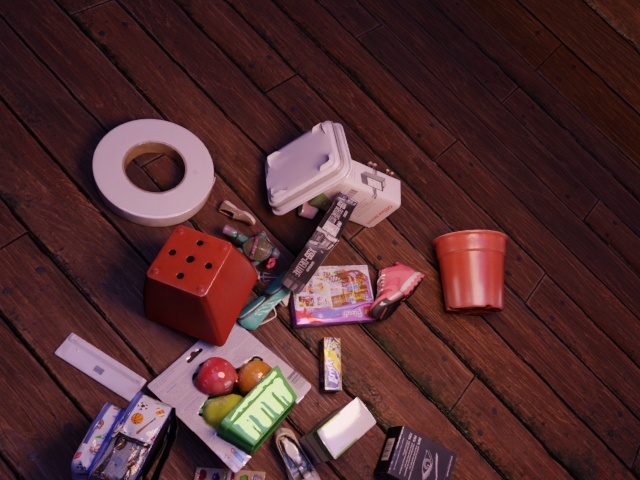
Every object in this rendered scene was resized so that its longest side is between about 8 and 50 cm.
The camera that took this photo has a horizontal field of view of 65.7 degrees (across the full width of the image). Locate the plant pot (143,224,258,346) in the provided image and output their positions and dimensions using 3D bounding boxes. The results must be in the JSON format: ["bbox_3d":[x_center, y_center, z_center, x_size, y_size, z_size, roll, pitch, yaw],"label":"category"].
[{"bbox_3d":[-0.363,0.111,1.453,0.267,0.236,0.267,19,60,9],"label":"plant pot"}]

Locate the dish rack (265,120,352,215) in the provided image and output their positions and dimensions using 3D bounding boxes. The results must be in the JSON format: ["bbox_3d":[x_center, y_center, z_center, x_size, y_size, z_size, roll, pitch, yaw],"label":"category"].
[{"bbox_3d":[-0.062,-0.264,1.716,0.072,0.332,0.286,38,32,-45],"label":"dish rack"}]

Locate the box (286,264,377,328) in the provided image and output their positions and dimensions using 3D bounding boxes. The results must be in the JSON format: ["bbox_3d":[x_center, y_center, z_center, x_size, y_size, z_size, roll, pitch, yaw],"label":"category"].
[{"bbox_3d":[0.037,0.189,1.701,0.293,0.057,0.201,0,66,-20],"label":"box"}]

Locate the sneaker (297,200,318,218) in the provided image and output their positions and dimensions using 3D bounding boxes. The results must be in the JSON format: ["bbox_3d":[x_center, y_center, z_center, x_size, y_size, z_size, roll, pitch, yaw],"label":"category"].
[{"bbox_3d":[-0.041,-0.136,1.832,0.070,0.051,0.134,24,53,-23],"label":"sneaker"}]

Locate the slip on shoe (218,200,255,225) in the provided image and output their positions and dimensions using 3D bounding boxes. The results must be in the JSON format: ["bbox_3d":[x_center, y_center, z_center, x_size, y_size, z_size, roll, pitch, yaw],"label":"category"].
[{"bbox_3d":[-0.289,-0.087,1.715,0.135,0.051,0.041,35,54,2],"label":"slip on shoe"}]

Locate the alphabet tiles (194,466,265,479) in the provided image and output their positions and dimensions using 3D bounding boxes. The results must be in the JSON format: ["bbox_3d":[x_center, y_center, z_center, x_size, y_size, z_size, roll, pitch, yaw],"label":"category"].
[{"bbox_3d":[-0.258,0.728,1.301,0.198,0.009,0.237,0,53,8],"label":"alphabet tiles"}]

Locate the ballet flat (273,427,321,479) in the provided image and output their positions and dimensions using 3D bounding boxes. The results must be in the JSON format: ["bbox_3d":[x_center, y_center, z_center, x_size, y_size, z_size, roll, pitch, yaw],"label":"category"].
[{"bbox_3d":[-0.060,0.660,1.433,0.086,0.086,0.248,-28,78,-28],"label":"ballet flat"}]

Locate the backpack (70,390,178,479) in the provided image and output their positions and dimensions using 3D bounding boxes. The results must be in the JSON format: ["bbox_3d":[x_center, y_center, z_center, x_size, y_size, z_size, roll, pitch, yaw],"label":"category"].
[{"bbox_3d":[-0.488,0.524,1.257,0.213,0.276,0.263,34,47,-4],"label":"backpack"}]

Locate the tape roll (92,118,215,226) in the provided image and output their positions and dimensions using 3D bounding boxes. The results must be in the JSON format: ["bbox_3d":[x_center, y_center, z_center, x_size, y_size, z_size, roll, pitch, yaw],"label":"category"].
[{"bbox_3d":[-0.557,-0.232,1.676,0.391,0.072,0.392,8,63,-17],"label":"tape roll"}]

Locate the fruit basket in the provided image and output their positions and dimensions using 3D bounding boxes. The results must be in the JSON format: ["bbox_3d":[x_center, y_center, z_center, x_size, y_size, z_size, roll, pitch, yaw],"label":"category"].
[{"bbox_3d":[-0.259,0.432,1.448,0.353,0.165,0.327,32,50,20],"label":"fruit basket"}]

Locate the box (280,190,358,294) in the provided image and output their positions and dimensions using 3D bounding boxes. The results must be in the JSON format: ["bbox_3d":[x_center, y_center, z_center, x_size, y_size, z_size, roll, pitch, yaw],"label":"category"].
[{"bbox_3d":[0.000,0.000,1.602,0.076,0.242,0.307,34,29,-2],"label":"box"}]

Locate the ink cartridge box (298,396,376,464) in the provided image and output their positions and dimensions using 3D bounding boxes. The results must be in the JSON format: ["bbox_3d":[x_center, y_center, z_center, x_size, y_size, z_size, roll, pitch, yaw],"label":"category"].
[{"bbox_3d":[0.043,0.557,1.441,0.160,0.219,0.093,-31,76,-29],"label":"ink cartridge box"}]

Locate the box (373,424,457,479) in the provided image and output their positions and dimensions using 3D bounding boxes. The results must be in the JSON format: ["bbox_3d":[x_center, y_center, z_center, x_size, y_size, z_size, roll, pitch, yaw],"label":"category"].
[{"bbox_3d":[0.295,0.690,1.531,0.207,0.108,0.153,31,59,-5],"label":"box"}]

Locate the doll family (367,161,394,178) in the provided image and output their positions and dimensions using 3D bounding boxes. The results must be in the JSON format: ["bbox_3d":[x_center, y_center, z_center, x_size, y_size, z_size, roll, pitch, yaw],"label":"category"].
[{"bbox_3d":[0.241,-0.223,1.959,0.192,0.076,0.111,20,56,-14],"label":"doll family"}]

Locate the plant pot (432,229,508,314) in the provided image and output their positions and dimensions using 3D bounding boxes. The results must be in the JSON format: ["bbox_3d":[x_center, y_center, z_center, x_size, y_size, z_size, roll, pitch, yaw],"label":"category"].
[{"bbox_3d":[0.555,0.128,1.815,0.272,0.272,0.265,6,72,-17],"label":"plant pot"}]

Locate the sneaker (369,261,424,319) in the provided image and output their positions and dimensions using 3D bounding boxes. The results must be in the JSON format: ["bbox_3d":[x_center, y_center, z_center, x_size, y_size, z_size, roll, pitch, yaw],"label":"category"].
[{"bbox_3d":[0.239,0.170,1.745,0.136,0.116,0.314,39,38,19],"label":"sneaker"}]

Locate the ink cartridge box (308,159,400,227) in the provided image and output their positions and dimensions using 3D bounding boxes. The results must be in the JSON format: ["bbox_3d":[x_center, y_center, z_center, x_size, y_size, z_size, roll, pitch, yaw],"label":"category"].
[{"bbox_3d":[0.125,-0.172,1.793,0.272,0.198,0.115,20,57,-23],"label":"ink cartridge box"}]

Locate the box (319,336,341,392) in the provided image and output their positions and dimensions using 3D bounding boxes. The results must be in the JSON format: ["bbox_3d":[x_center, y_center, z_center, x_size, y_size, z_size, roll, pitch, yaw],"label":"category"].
[{"bbox_3d":[0.031,0.402,1.602,0.059,0.054,0.169,7,64,-17],"label":"box"}]

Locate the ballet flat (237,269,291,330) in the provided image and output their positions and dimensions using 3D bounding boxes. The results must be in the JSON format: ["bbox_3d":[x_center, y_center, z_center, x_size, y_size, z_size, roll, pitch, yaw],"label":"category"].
[{"bbox_3d":[-0.158,0.199,1.609,0.247,0.083,0.087,-42,114,-20],"label":"ballet flat"}]

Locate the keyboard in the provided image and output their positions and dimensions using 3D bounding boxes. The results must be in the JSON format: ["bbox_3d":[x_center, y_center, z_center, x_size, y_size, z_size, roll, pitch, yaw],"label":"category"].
[{"bbox_3d":[-0.625,0.361,1.411,0.256,0.014,0.072,34,65,-2],"label":"keyboard"}]

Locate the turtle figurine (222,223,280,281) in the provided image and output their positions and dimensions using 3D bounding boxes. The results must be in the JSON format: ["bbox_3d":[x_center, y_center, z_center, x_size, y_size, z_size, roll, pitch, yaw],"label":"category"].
[{"bbox_3d":[-0.221,0.031,1.655,0.234,0.118,0.175,18,61,-5],"label":"turtle figurine"}]
